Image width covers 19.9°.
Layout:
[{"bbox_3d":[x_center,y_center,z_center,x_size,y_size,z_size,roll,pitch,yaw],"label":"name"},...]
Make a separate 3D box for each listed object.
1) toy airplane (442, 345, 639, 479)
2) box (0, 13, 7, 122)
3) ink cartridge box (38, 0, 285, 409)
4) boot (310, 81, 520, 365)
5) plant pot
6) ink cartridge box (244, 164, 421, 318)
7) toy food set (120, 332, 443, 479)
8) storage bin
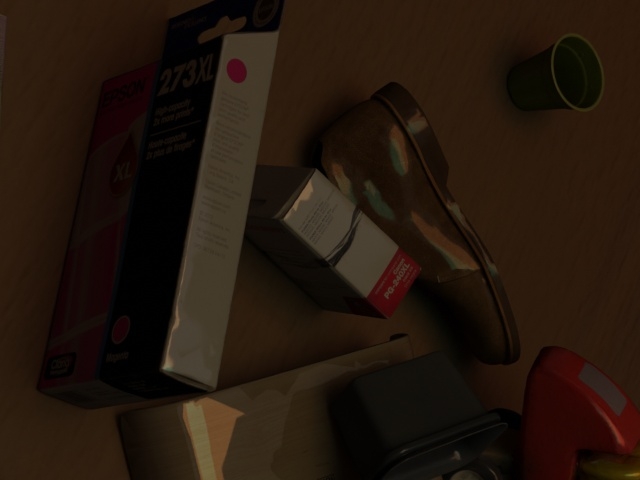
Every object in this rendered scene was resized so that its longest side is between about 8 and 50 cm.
[{"bbox_3d":[0.302,0.331,1.737,0.384,0.272,0.386,47,37,-49],"label":"toy airplane"},{"bbox_3d":[-0.296,-0.025,1.425,0.063,0.067,0.324,11,73,-39],"label":"box"},{"bbox_3d":[-0.126,-0.049,1.503,0.069,0.176,0.371,26,65,-34],"label":"ink cartridge box"},{"bbox_3d":[0.092,0.006,1.759,0.115,0.112,0.305,-33,107,-13],"label":"boot"},{"bbox_3d":[0.242,-0.168,1.917,0.083,0.079,0.083,10,74,-39],"label":"plant pot"},{"bbox_3d":[0.000,0.000,1.644,0.150,0.109,0.063,44,71,-27],"label":"ink cartridge box"},{"bbox_3d":[-0.019,0.221,1.617,0.306,0.092,0.220,-14,92,-34],"label":"toy food set"},{"bbox_3d":[0.077,0.159,1.587,0.135,0.098,0.091,-14,64,-34],"label":"storage bin"}]
